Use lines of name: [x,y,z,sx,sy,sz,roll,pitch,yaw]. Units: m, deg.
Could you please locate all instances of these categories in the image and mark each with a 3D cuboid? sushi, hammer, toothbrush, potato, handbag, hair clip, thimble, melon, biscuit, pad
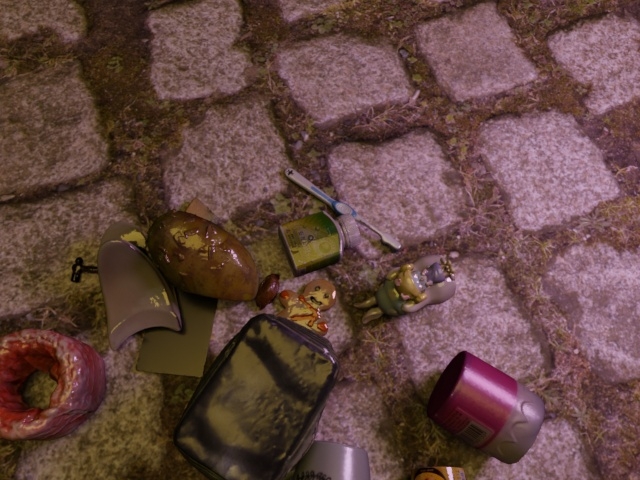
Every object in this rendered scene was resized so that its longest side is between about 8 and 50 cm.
sushi: [-0.128,0.127,1.193,0.099,0.047,0.050,-54,37,-8]
hammer: [-0.530,0.082,1.202,0.179,0.021,0.065,7,69,-4]
toothbrush: [0.055,-0.088,1.292,0.386,0.040,0.040,36,71,10]
potato: [-0.274,0.049,1.141,0.298,0.141,0.176,37,103,-6]
handbag: [-0.115,0.330,1.002,0.247,0.240,0.340,31,78,5]
hair clip: [-0.452,0.096,1.151,0.173,0.113,0.281,-18,101,-4]
thimble: [-0.601,0.310,1.035,0.239,0.162,0.239,1,66,-3]
melon: [-0.350,-0.022,1.237,0.098,0.054,0.182,36,76,14]
biscuit: [-0.051,0.188,1.185,0.153,0.030,0.234,43,73,10]
pad: [-0.341,0.194,1.176,0.160,0.009,0.264,7,67,0]

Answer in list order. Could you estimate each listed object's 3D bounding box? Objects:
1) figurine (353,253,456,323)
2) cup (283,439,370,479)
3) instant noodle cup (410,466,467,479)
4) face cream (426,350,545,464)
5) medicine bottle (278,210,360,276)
figurine: [0.202,0.125,1.164,0.236,0.155,0.127,-24,86,-7]
cup: [-0.018,0.543,0.990,0.258,0.186,0.233,-5,57,24]
instant noodle cup: [0.255,0.547,1.011,0.152,0.151,0.122,5,59,-2]
face cream: [0.361,0.367,1.064,0.195,0.175,0.175,32,70,7]
medicine bottle: [0.000,0.000,1.228,0.189,0.088,0.132,-19,71,-10]
